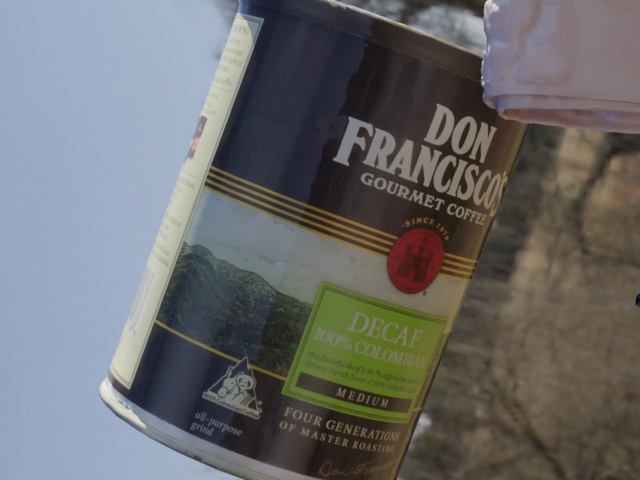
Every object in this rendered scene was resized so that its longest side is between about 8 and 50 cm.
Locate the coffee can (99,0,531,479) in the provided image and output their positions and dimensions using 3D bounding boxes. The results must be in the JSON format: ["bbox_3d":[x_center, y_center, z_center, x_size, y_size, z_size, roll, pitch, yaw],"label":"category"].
[{"bbox_3d":[0.000,0.000,0.938,0.201,0.201,0.275,-6,-63,-80],"label":"coffee can"}]

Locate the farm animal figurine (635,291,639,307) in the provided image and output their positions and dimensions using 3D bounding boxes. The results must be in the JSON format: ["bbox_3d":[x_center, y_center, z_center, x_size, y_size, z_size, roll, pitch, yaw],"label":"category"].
[{"bbox_3d":[0.278,-0.035,0.377,0.330,0.172,0.327,-44,-9,33],"label":"farm animal figurine"}]

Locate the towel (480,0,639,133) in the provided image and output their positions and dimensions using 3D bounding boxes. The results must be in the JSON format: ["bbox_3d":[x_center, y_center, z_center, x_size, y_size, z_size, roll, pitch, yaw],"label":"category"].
[{"bbox_3d":[0.246,-0.206,0.728,0.053,0.317,0.332,99,177,-78],"label":"towel"}]
